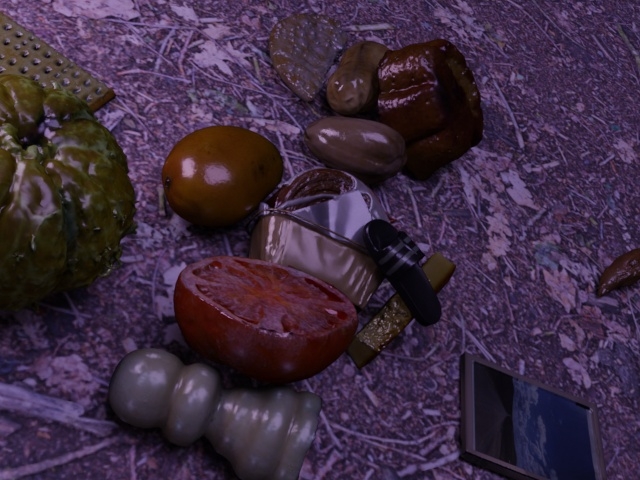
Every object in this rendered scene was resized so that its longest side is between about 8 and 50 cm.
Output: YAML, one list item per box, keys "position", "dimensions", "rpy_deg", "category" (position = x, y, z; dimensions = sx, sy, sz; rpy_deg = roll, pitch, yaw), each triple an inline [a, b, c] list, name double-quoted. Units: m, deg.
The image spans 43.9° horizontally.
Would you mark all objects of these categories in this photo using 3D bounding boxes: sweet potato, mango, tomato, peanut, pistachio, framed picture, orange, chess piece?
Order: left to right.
- position: [-0.372, -0.062, 0.950]
  dimensions: [0.301, 0.223, 0.300]
  rpy_deg: [-20, 78, -43]
  category: "orange"
- position: [-0.132, 0.201, 0.950]
  dimensions: [0.243, 0.133, 0.133]
  rpy_deg: [24, 46, -6]
  category: "chess piece"
- position: [-0.145, -0.104, 1.189]
  dimensions: [0.152, 0.120, 0.221]
  rpy_deg: [36, 38, 2]
  category: "mango"
- position: [-0.071, 0.104, 0.981]
  dimensions: [0.237, 0.095, 0.236]
  rpy_deg: [14, 16, -4]
  category: "tomato"
- position: [0.062, -0.163, 1.369]
  dimensions: [0.186, 0.108, 0.126]
  rpy_deg: [14, 42, -8]
  category: "pistachio"
- position: [0.079, -0.312, 1.508]
  dimensions: [0.098, 0.103, 0.229]
  rpy_deg: [5, 41, 22]
  category: "peanut"
- position: [0.326, 0.292, 1.219]
  dimensions: [0.260, 0.023, 0.189]
  rpy_deg: [23, 44, -12]
  category: "framed picture"
- position: [0.596, 0.059, 1.543]
  dimensions: [0.206, 0.059, 0.068]
  rpy_deg: [-26, 32, -31]
  category: "sweet potato"

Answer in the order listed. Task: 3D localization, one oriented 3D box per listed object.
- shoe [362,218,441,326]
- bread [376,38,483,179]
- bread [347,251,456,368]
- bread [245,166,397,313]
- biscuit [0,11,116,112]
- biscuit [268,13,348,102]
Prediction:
- position: [0.131, 0.039, 1.136]
  dimensions: [0.071, 0.049, 0.179]
  rpy_deg: [-40, 101, -45]
  category: "shoe"
- position: [0.204, -0.258, 1.473]
  dimensions: [0.232, 0.135, 0.246]
  rpy_deg: [-48, 116, -46]
  category: "bread"
- position: [0.124, 0.102, 1.205]
  dimensions: [0.049, 0.088, 0.226]
  rpy_deg: [45, 44, 6]
  category: "bread"
- position: [0.000, 0.000, 1.187]
  dimensions: [0.224, 0.142, 0.211]
  rpy_deg: [25, 59, -16]
  category: "bread"
- position: [-0.443, -0.262, 1.211]
  dimensions: [0.231, 0.016, 0.139]
  rpy_deg: [35, 46, 0]
  category: "biscuit"
- position: [-0.033, -0.369, 1.526]
  dimensions: [0.141, 0.038, 0.289]
  rpy_deg: [30, 44, -6]
  category: "biscuit"
